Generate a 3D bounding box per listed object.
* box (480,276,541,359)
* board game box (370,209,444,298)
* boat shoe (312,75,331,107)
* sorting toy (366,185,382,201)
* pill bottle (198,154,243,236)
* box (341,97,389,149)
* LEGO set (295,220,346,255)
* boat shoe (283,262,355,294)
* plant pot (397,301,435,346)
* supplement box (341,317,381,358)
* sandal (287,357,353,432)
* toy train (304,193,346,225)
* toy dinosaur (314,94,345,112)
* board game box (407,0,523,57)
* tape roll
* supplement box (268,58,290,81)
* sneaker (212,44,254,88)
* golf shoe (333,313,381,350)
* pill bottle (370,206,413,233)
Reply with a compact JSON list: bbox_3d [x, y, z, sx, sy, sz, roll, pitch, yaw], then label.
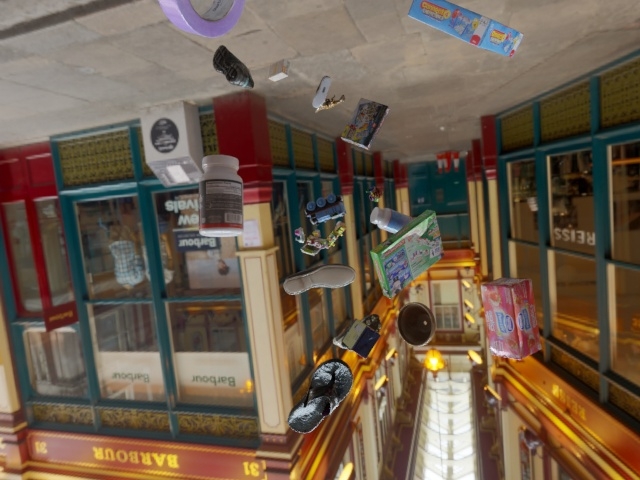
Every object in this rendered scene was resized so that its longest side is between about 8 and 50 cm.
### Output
[{"bbox_3d":[0.661,0.266,1.496,0.128,0.257,0.122,-12,-176,-32],"label":"box"},{"bbox_3d":[0.345,0.050,1.671,0.317,0.214,0.046,-33,-150,-23],"label":"board game box"},{"bbox_3d":[0.006,-0.649,1.880,0.049,0.142,0.040,18,-151,-21],"label":"boat shoe"},{"bbox_3d":[0.216,-0.190,1.777,0.042,0.061,0.102,-26,171,-17],"label":"sorting toy"},{"bbox_3d":[-0.472,-0.206,2.049,0.209,0.364,0.210,-2,175,0],"label":"pill bottle"},{"bbox_3d":[0.226,-0.591,2.180,0.159,0.233,0.044,27,178,23],"label":"box"},{"bbox_3d":[0.000,0.000,2.030,0.286,0.132,0.107,-7,-155,37],"label":"LEGO set"},{"bbox_3d":[-0.003,0.156,1.897,0.334,0.112,0.095,-14,-163,18],"label":"boat shoe"},{"bbox_3d":[0.544,0.454,2.359,0.109,0.238,0.237,4,178,-42],"label":"plant pot"},{"bbox_3d":[0.119,0.289,1.276,0.056,0.083,0.083,36,175,-20],"label":"supplement box"},{"bbox_3d":[0.002,0.670,1.780,0.167,0.446,0.107,25,-154,-6],"label":"sandal"},{"bbox_3d":[0.021,-0.135,1.894,0.184,0.105,0.080,-19,171,17],"label":"toy train"},{"bbox_3d":[0.028,-0.711,2.267,0.211,0.064,0.112,-12,160,30],"label":"toy dinosaur"},{"bbox_3d":[0.517,-0.764,1.526,0.308,0.086,0.301,41,-145,27],"label":"board game box"},{"bbox_3d":[-0.346,-0.753,1.267,0.090,0.275,0.274,26,-159,28],"label":"tape roll"},{"bbox_3d":[-0.172,-0.709,1.795,0.036,0.062,0.098,13,174,-41],"label":"supplement box"},{"bbox_3d":[-0.366,-0.714,1.799,0.106,0.268,0.101,11,128,-50],"label":"sneaker"},{"bbox_3d":[0.173,0.406,1.964,0.120,0.106,0.272,-7,-171,45],"label":"golf shoe"},{"bbox_3d":[0.285,-0.079,1.733,0.160,0.087,0.087,19,178,-18],"label":"pill bottle"}]
